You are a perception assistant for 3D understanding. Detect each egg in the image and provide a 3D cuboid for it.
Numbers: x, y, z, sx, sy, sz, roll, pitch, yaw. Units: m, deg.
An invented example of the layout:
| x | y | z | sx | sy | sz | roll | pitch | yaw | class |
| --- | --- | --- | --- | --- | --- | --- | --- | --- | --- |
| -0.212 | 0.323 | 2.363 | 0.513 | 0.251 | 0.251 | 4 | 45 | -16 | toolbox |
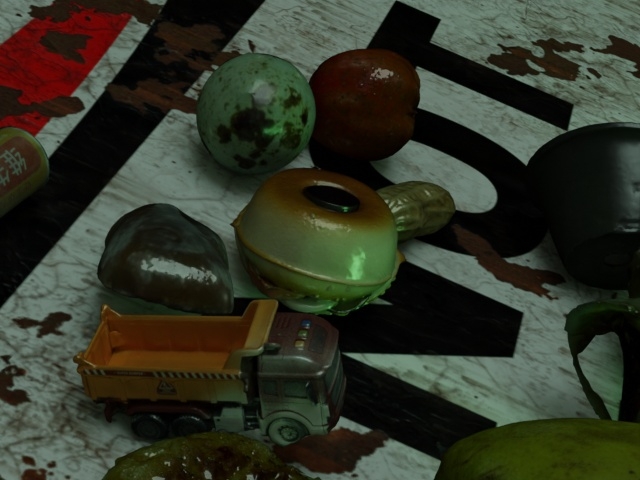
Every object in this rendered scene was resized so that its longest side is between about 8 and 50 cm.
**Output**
| x | y | z | sx | sy | sz | roll | pitch | yaw | class |
| --- | --- | --- | --- | --- | --- | --- | --- | --- | --- |
| -0.089 | -0.186 | 1.799 | 0.169 | 0.169 | 0.231 | 22 | 23 | 0 | egg |

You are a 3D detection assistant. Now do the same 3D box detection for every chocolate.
| x | y | z | sx | sy | sz | roll | pitch | yaw | class |
| --- | --- | --- | --- | --- | --- | --- | --- | --- | --- |
| -0.175 | 0.009 | 1.485 | 0.157 | 0.080 | 0.254 | 15 | 10 | -10 | chocolate |

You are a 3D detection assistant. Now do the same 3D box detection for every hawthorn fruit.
| x | y | z | sx | sy | sz | roll | pitch | yaw | class |
| --- | --- | --- | --- | --- | --- | --- | --- | --- | --- |
| 0.063 | -0.207 | 1.914 | 0.189 | 0.189 | 0.189 | 14 | 36 | -11 | hawthorn fruit |

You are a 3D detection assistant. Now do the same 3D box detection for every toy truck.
| x | y | z | sx | sy | sz | roll | pitch | yaw | class |
| --- | --- | --- | --- | --- | --- | --- | --- | --- | --- |
| -0.112 | 0.137 | 1.341 | 0.270 | 0.135 | 0.114 | 0 | 34 | 11 | toy truck |

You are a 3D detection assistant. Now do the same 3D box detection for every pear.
| x | y | z | sx | sy | sz | roll | pitch | yaw | class |
| --- | --- | --- | --- | --- | --- | --- | --- | --- | --- |
| 0.254 | 0.302 | 1.259 | 0.287 | 0.287 | 0.375 | -17 | 36 | -42 | pear |

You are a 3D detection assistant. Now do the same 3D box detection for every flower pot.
| x | y | z | sx | sy | sz | roll | pitch | yaw | class |
| --- | --- | --- | --- | --- | --- | --- | --- | --- | --- |
| 0.433 | -0.034 | 1.843 | 0.269 | 0.269 | 0.166 | 15 | 55 | -10 | flower pot |

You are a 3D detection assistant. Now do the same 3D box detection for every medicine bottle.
| x | y | z | sx | sy | sz | roll | pitch | yaw | class |
| --- | --- | --- | --- | --- | --- | --- | --- | --- | --- |
| -0.460 | -0.012 | 1.422 | 0.108 | 0.108 | 0.426 | 27 | 34 | 7 | medicine bottle |

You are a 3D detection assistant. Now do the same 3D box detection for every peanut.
| x | y | z | sx | sy | sz | roll | pitch | yaw | class |
| --- | --- | --- | --- | --- | --- | --- | --- | --- | --- |
| 0.118 | -0.040 | 1.781 | 0.194 | 0.093 | 0.083 | -16 | 89 | -39 | peanut |

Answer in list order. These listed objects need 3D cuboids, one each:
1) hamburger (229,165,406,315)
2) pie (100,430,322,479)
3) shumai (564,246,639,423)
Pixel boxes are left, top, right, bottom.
| x | y | z | sx | sy | sz | roll | pitch | yaw | class |
| --- | --- | --- | --- | --- | --- | --- | --- | --- | --- |
| -0.004 | -0.002 | 1.619 | 0.237 | 0.147 | 0.237 | 13 | 28 | -7 | hamburger |
| -0.078 | 0.303 | 1.199 | 0.355 | 0.103 | 0.288 | -7 | 39 | -39 | pie |
| 0.495 | 0.159 | 1.563 | 0.348 | 0.395 | 0.395 | -37 | 62 | -25 | shumai |
